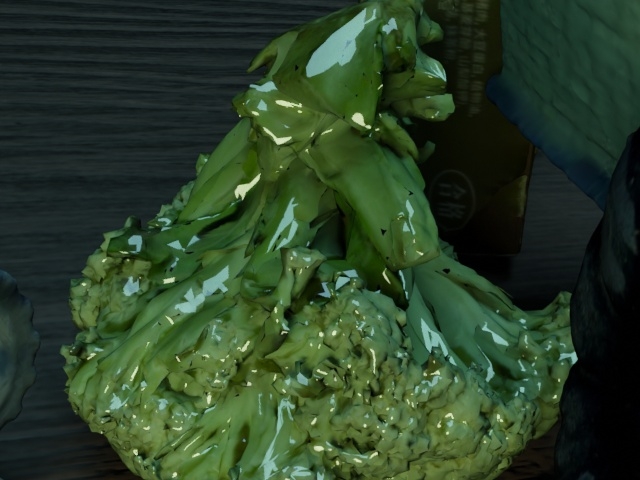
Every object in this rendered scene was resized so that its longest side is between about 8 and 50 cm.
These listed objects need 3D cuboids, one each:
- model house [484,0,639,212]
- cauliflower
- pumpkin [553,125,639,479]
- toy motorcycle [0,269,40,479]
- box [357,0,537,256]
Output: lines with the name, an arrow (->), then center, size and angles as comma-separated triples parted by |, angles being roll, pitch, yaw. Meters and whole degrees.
model house -> 0.254, -0.106, 0.575 | 0.295, 0.329, 0.252 | -30, 43, -13
cauliflower -> 0.000, 0.000, 0.488 | 0.272, 0.250, 0.275 | -18, 33, -41
pumpkin -> 0.219, 0.071, 0.305 | 0.266, 0.363, 0.363 | 5, 29, -7
toy motorcycle -> -0.254, 0.098, 0.362 | 0.143, 0.188, 0.327 | 18, 14, 39
box -> 0.126, -0.253, 0.789 | 0.138, 0.420, 0.373 | 7, 29, 11
